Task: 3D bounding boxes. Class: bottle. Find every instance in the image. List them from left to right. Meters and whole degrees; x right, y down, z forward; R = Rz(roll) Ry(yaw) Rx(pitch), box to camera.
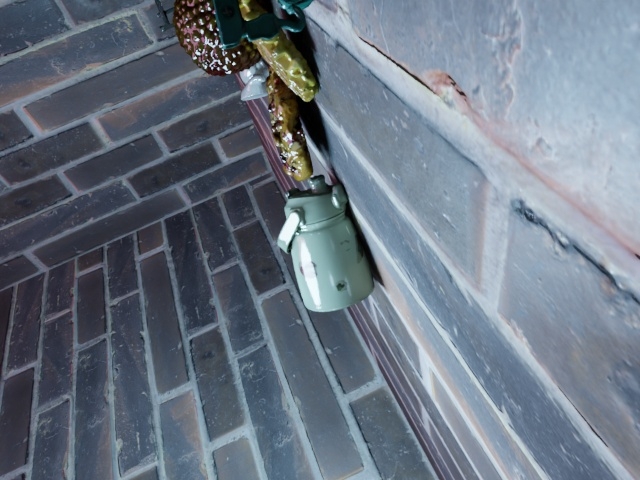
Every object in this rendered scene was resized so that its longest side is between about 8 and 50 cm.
[{"bbox_3d":[0.000,0.000,1.251,0.229,0.229,0.352,-134,25,-75],"label":"bottle"}]

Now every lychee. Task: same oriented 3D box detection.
[{"bbox_3d":[-0.224,-0.514,1.058,0.236,0.235,0.271,63,153,20],"label":"lychee"}]

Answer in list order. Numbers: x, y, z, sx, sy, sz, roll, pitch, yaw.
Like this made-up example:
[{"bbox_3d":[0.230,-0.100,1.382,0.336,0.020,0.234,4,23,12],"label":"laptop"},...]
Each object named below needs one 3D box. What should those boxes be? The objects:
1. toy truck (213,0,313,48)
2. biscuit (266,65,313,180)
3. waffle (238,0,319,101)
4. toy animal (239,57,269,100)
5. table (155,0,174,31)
[{"bbox_3d":[-0.070,-0.377,0.402,0.176,0.177,0.364,-127,16,-70],"label":"toy truck"},{"bbox_3d":[-0.090,-0.310,1.178,0.289,0.081,0.334,81,176,-55],"label":"biscuit"},{"bbox_3d":[-0.096,-0.397,0.928,0.249,0.056,0.253,53,-173,23],"label":"waffle"},{"bbox_3d":[-0.210,-0.561,1.421,0.130,0.103,0.221,0,103,53],"label":"toy animal"},{"bbox_3d":[-0.488,-0.916,1.587,0.335,0.272,0.222,-121,9,-52],"label":"table"}]
